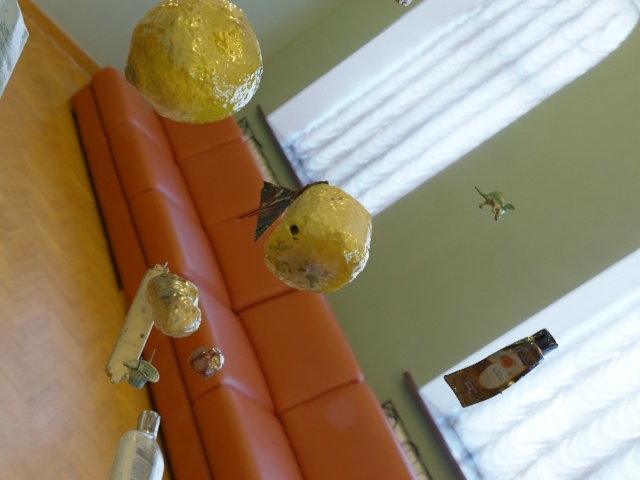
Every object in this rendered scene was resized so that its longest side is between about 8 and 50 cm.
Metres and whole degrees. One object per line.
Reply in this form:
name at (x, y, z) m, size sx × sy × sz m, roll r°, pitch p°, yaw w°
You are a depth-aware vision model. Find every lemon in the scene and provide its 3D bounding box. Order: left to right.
lemon at (-0.346, -0.492, 1.872) m, size 0.350 × 0.388 × 0.349 m, roll 44°, pitch -39°, yaw 50°

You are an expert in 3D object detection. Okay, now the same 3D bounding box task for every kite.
kite at (-0.128, -0.080, 1.684) m, size 0.009 × 0.189 × 0.232 m, roll 54°, pitch 24°, yaw -36°

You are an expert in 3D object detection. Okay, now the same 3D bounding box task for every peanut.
peanut at (-0.255, 0.115, 1.204) m, size 0.094 × 0.083 × 0.194 m, roll 4°, pitch 16°, yaw -27°

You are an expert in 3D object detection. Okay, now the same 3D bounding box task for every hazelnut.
hazelnut at (-0.277, 0.294, 1.662) m, size 0.086 × 0.086 × 0.086 m, roll 54°, pitch 8°, yaw -11°

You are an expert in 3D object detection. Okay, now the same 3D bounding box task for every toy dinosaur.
toy dinosaur at (0.392, -0.091, 1.564) m, size 0.120 × 0.060 × 0.029 m, roll 38°, pitch -20°, yaw -16°

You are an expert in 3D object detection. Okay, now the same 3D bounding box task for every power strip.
power strip at (-0.425, 0.189, 1.611) m, size 0.064 × 0.305 × 0.044 m, roll 23°, pitch -15°, yaw -12°

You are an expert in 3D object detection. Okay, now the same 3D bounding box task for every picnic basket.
picnic basket at (-0.381, 0.274, 1.465) m, size 0.083 × 0.083 × 0.065 m, roll 30°, pitch 8°, yaw 12°

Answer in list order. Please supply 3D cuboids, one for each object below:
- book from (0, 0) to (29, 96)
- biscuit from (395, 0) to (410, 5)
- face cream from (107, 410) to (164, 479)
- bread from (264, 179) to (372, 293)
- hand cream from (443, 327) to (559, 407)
book at (-0.648, -0.343, 1.345) m, size 0.026 × 0.289 × 0.201 m, roll 16°, pitch -19°, yaw -7°
biscuit at (0.108, -0.595, 1.419) m, size 0.249 × 0.035 × 0.184 m, roll 43°, pitch 38°, yaw -18°
face cream at (-0.408, 0.502, 1.541) m, size 0.144 × 0.071 × 0.291 m, roll 57°, pitch 13°, yaw -29°
bread at (0.000, -0.001, 1.309) m, size 0.197 × 0.197 × 0.170 m, roll 51°, pitch 39°, yaw -33°
hand cream at (0.259, 0.179, 0.975) m, size 0.062 × 0.163 × 0.039 m, roll 54°, pitch 9°, yaw -14°
